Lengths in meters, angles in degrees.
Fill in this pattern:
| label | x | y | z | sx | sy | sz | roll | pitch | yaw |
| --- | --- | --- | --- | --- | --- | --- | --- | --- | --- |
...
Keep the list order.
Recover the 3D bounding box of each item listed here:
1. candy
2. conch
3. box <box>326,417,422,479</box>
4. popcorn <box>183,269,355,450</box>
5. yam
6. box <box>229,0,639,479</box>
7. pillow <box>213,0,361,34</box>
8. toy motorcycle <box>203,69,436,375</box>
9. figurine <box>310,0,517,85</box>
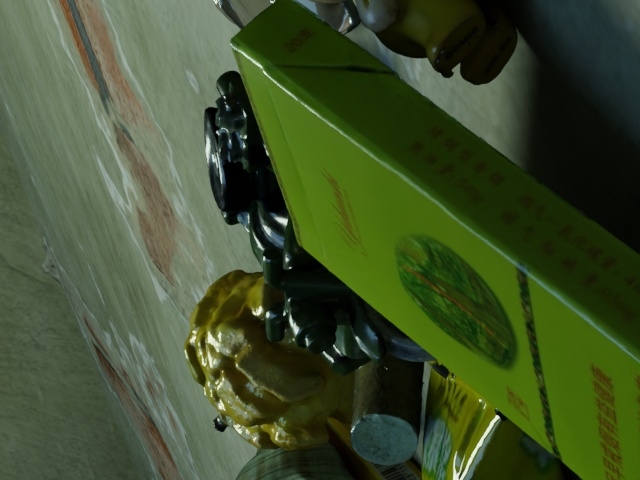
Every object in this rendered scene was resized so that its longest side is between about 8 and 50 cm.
| label | x | y | z | sx | sy | sz | roll | pitch | yaw |
| --- | --- | --- | --- | --- | --- | --- | --- | --- | --- |
| candy | 0.121 | 0.196 | 1.249 | 0.187 | 0.081 | 0.297 | -155 | 50 | -77 |
| conch | -0.018 | 0.216 | 1.620 | 0.234 | 0.114 | 0.137 | -75 | -7 | -53 |
| box | 0.047 | 0.222 | 1.657 | 0.269 | 0.043 | 0.152 | 44 | 151 | 55 |
| popcorn | -0.029 | 0.094 | 1.547 | 0.167 | 0.152 | 0.148 | 40 | -160 | 4 |
| yam | 0.047 | 0.103 | 1.351 | 0.132 | 0.054 | 0.054 | -84 | -21 | -59 |
| box | 0.091 | 0.027 | 0.964 | 0.335 | 0.047 | 0.187 | 39 | 162 | 32 |
| pillow | -0.062 | -0.243 | 1.214 | 0.270 | 0.067 | 0.173 | 66 | 162 | -6 |
| toy motorcycle | 0.000 | 0.000 | 1.270 | 0.205 | 0.127 | 0.275 | 91 | 157 | -55 |
| figurine | 0.003 | -0.166 | 1.022 | 0.246 | 0.131 | 0.156 | 39 | -165 | 29 |
